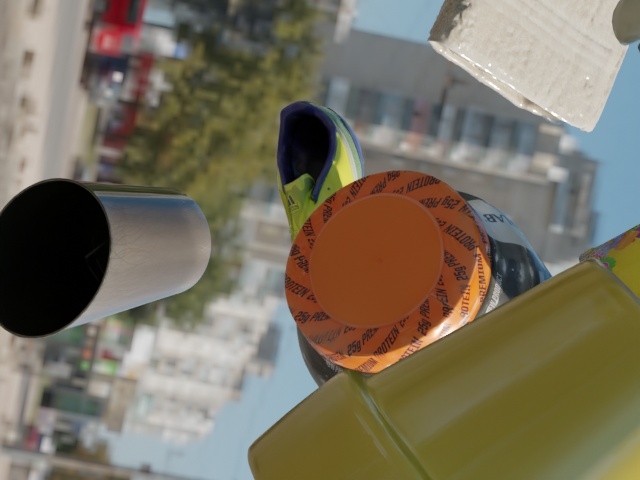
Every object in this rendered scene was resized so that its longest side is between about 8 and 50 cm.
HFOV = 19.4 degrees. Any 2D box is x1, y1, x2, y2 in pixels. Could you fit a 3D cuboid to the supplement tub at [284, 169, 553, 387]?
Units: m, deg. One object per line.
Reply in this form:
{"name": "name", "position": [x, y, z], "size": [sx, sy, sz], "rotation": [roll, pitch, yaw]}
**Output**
{"name": "supplement tub", "position": [0.112, 0.091, 1.565], "size": [0.338, 0.207, 0.207], "rotation": [50, 42, -53]}

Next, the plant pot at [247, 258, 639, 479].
{"name": "plant pot", "position": [0.125, 0.146, 1.120], "size": [0.239, 0.254, 0.254], "rotation": [-40, -170, 3]}

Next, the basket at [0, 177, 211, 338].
{"name": "basket", "position": [-0.240, 0.011, 2.113], "size": [0.204, 0.154, 0.227], "rotation": [-43, 162, 27]}

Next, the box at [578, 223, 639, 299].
{"name": "box", "position": [0.401, 0.086, 1.466], "size": [0.290, 0.279, 0.177], "rotation": [-30, -158, 17]}

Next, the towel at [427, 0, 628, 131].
{"name": "towel", "position": [0.232, -0.239, 1.972], "size": [0.049, 0.282, 0.187], "rotation": [17, -97, 45]}

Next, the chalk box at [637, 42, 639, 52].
{"name": "chalk box", "position": [0.419, -0.159, 1.640], "size": [0.289, 0.179, 0.180], "rotation": [-57, -139, 37]}

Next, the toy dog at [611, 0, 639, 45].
{"name": "toy dog", "position": [0.233, -0.401, 1.317], "size": [0.284, 0.408, 0.395], "rotation": [-45, -173, -29]}

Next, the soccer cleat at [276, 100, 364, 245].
{"name": "soccer cleat", "position": [-0.001, 0.000, 1.766], "size": [0.121, 0.093, 0.289], "rotation": [43, 35, -53]}
